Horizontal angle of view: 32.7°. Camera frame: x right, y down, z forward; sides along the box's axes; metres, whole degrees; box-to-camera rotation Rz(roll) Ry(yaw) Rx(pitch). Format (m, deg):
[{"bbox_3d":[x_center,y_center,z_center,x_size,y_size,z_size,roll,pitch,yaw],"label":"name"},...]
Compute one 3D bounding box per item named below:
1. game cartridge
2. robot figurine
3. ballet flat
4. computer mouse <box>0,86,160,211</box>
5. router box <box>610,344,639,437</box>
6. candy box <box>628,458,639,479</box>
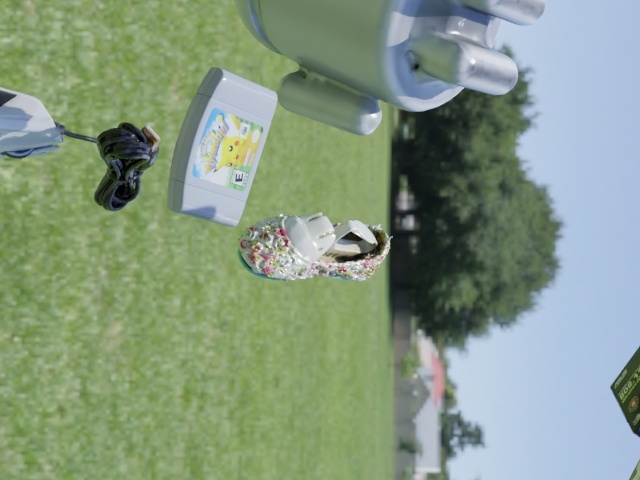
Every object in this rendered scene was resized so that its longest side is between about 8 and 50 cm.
[{"bbox_3d":[-0.056,-0.052,0.611,0.056,0.017,0.083,15,93,-48],"label":"game cartridge"},{"bbox_3d":[0.047,-0.257,1.105,0.199,0.353,0.300,8,109,-54],"label":"robot figurine"},{"bbox_3d":[0.000,0.000,1.277,0.241,0.077,0.091,2,54,-55],"label":"ballet flat"},{"bbox_3d":[-0.197,-0.064,0.668,0.106,0.193,0.042,148,-45,-65],"label":"computer mouse"},{"bbox_3d":[0.337,0.125,1.048,0.122,0.038,0.092,-59,-170,18],"label":"router box"},{"bbox_3d":[0.339,0.216,0.768,0.196,0.164,0.070,49,-45,44],"label":"candy box"}]
